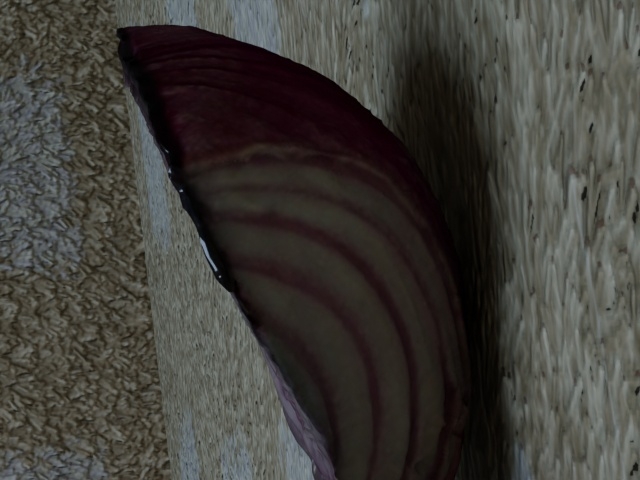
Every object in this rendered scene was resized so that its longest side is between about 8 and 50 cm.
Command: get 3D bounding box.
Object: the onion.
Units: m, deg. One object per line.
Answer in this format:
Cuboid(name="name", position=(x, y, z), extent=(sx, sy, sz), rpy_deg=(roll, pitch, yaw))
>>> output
Cuboid(name="onion", position=(0.000, 0.000, 0.920), extent=(0.250, 0.111, 0.247), rpy_deg=(64, 179, -24))
